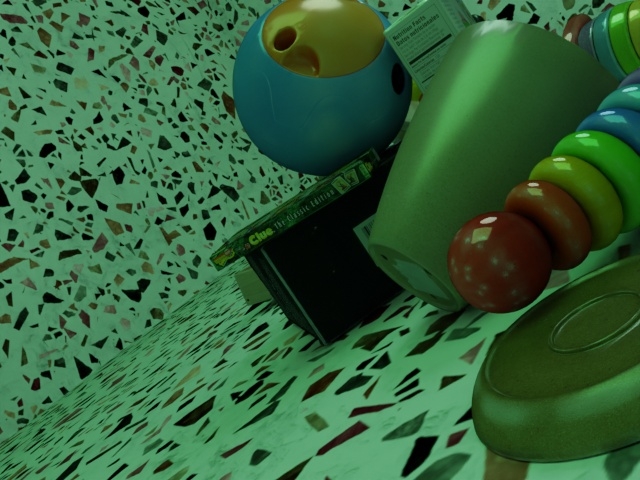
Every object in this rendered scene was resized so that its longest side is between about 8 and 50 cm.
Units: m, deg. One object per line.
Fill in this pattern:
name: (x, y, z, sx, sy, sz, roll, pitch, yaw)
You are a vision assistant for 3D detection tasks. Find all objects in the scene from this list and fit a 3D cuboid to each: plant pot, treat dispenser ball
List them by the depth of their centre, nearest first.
plant pot: (0.207, 0.069, 0.514, 0.236, 0.032, 0.236, -34, 6, 4)
plant pot: (0.185, -0.062, 0.822, 0.274, 0.256, 0.256, -53, 11, -14)
treat dispenser ball: (0.003, -0.248, 1.134, 0.288, 0.288, 0.288, -33, 6, 4)

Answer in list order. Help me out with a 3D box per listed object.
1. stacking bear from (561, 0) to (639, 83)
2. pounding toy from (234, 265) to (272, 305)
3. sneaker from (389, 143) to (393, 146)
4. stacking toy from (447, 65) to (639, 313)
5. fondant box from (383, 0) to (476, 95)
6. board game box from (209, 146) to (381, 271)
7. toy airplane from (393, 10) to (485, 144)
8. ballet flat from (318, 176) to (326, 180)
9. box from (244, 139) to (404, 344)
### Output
stacking bear: (0.635, -0.400, 1.368, 0.289, 0.176, 0.164, -15, 16, 48)
pounding toy: (-0.064, 0.067, 1.676, 0.206, 0.094, 0.181, -20, 7, 29)
sneaker: (0.210, -0.227, 1.879, 0.110, 0.118, 0.292, 136, 151, -76)
stacking toy: (0.253, -0.044, 0.650, 0.330, 0.141, 0.141, -37, 7, -15)
fondant box: (0.248, -0.216, 1.096, 0.096, 0.330, 0.238, -31, 6, 25)
board game box: (-0.034, -0.047, 1.018, 0.259, 0.030, 0.136, -31, 6, 17)
toy airplane: (0.237, -0.254, 1.457, 0.384, 0.386, 0.272, -50, 5, -35)
ballet flat: (0.060, -0.159, 1.564, 0.213, 0.072, 0.068, -26, 15, 41)
box: (0.063, -0.012, 1.179, 0.343, 0.179, 0.312, -35, 6, -11)
